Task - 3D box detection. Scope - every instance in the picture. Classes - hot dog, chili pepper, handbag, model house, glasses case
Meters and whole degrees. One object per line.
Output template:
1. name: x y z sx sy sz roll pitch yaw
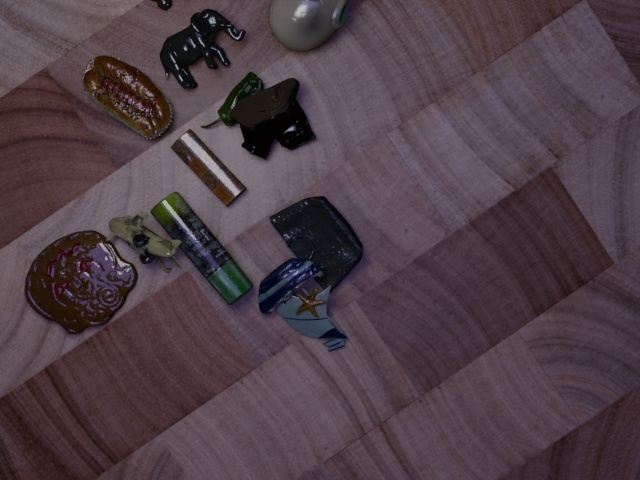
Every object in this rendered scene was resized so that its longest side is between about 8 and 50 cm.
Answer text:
1. hot dog: -0.508 -0.384 1.683 0.268 0.075 0.144 38 93 -1
2. chili pepper: -0.228 -0.359 1.702 0.072 0.073 0.204 40 92 -17
3. handbag: 0.000 0.000 1.724 0.175 0.088 0.270 -36 98 11
4. model house: -0.124 -0.308 1.687 0.203 0.164 0.141 -19 56 4
5. glasses case: -0.302 -0.196 1.713 0.075 0.049 0.218 -43 94 0

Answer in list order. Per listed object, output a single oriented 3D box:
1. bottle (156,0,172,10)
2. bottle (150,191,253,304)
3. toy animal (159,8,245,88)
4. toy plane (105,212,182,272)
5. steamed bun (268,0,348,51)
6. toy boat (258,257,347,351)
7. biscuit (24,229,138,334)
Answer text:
1. bottle: -0.432 -0.664 1.690 0.063 0.047 0.101 -21 100 35
2. bottle: -0.316 0.022 1.701 0.093 0.093 0.330 -39 93 0
3. toy animal: -0.316 -0.508 1.665 0.245 0.114 0.146 -31 94 -1
4. toy plane: -0.472 -0.003 1.671 0.244 0.229 0.092 19 53 21
5. steamed bun: -0.024 -0.592 1.636 0.228 0.130 0.177 -40 125 12
6. toy boat: -0.032 0.189 1.737 0.220 0.067 0.291 -36 108 14
7. biscuit: -0.654 0.113 1.717 0.257 0.049 0.273 45 92 -4
